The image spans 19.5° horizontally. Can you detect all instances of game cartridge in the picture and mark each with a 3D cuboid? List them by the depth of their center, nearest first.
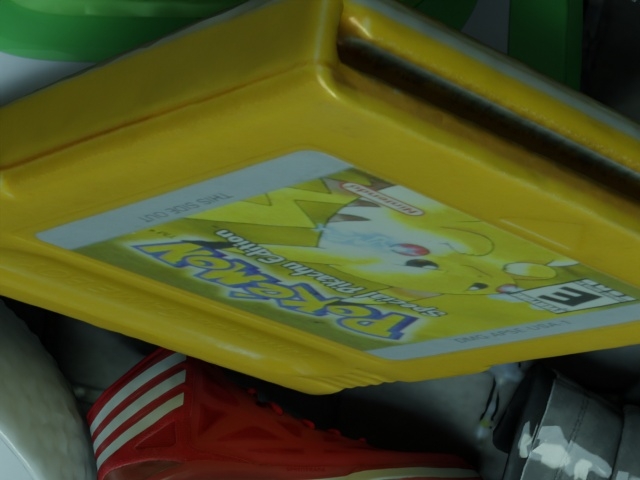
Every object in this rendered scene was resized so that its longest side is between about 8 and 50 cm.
[{"bbox_3d":[0.000,0.000,0.791,0.285,0.052,0.324,21,155,-36],"label":"game cartridge"}]

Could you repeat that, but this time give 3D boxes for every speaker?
[{"bbox_3d":[-0.037,-0.088,0.821,0.297,0.131,0.131,3,127,11],"label":"speaker"}]

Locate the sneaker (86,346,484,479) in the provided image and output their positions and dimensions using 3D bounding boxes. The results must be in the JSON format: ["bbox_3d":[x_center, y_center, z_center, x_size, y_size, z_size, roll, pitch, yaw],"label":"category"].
[{"bbox_3d":[-0.020,0.101,0.989,0.221,0.128,0.087,3,141,-37],"label":"sneaker"}]

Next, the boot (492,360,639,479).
[{"bbox_3d":[0.203,0.103,0.925,0.223,0.118,0.338,18,124,5],"label":"boot"}]

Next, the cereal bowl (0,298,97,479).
[{"bbox_3d":[-0.272,0.113,1.016,0.339,0.141,0.339,6,128,8],"label":"cereal bowl"}]
